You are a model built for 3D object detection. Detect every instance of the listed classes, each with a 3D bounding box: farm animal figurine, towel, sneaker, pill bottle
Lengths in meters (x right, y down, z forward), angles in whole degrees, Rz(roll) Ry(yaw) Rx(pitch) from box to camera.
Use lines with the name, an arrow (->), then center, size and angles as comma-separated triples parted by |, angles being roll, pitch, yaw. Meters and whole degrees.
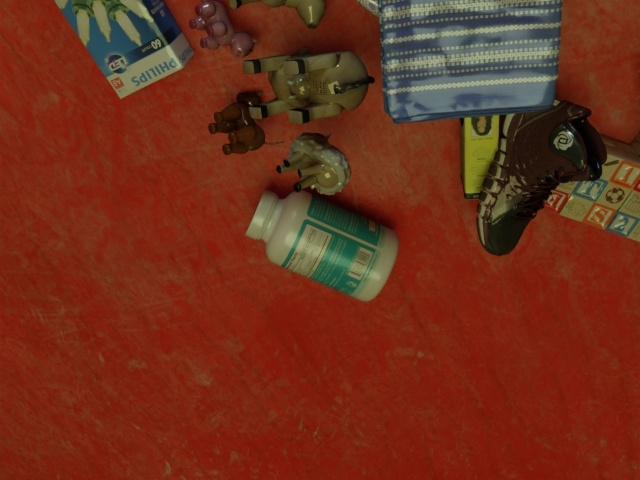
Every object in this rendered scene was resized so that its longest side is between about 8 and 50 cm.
farm animal figurine -> -0.045, -0.274, 1.020 | 0.327, 0.172, 0.330 | 35, 134, 36
towel -> 0.192, -0.316, 0.866 | 0.243, 0.040, 0.336 | -2, 124, 10
sneaker -> 0.348, -0.086, 1.035 | 0.162, 0.106, 0.281 | 29, 121, 44
pill bottle -> 0.000, 0.000, 1.220 | 0.264, 0.146, 0.146 | 24, 124, -7

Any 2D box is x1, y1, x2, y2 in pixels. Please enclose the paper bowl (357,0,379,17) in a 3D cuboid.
paper bowl -> 0.150, -0.444, 0.896 | 0.284, 0.148, 0.284 | 4, 124, 5

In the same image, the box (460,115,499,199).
box -> 0.261, -0.187, 1.092 | 0.058, 0.087, 0.232 | -4, 122, 9

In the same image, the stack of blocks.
stack of blocks -> 0.529, -0.099, 1.108 | 0.297, 0.087, 0.171 | 18, 124, -4

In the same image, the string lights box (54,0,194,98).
string lights box -> -0.330, -0.375, 1.057 | 0.133, 0.077, 0.259 | -20, 119, 19
